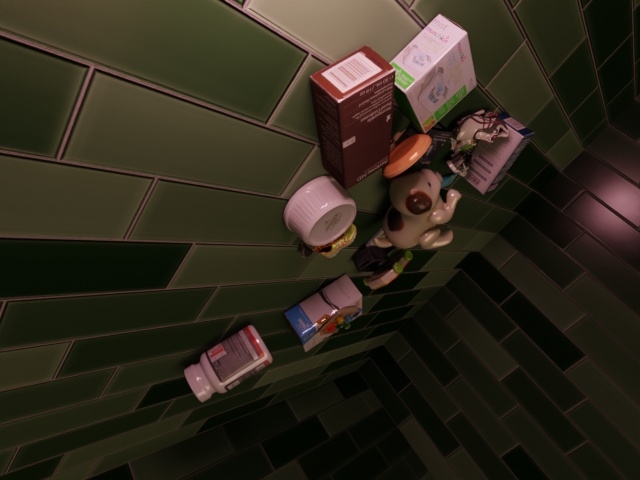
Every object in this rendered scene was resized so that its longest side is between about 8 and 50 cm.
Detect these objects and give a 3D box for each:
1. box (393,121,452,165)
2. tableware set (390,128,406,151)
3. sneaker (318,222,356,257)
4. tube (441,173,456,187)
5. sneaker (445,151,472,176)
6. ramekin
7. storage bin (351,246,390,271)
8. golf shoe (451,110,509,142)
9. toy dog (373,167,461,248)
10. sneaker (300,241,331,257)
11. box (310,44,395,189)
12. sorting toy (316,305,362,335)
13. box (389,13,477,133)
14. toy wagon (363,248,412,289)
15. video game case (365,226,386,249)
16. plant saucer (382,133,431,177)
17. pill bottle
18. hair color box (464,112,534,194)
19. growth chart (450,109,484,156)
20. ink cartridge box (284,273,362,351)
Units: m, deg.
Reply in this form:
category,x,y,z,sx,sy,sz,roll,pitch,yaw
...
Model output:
category,x,y,z,sx,sy,sz,roll,pitch,yaw
box,0.389,-0.377,1.551,0.156,0.093,0.158,-8,141,-44
tableware set,0.247,-0.327,1.462,0.141,0.020,0.168,-49,173,-16
sneaker,0.070,-0.002,1.751,0.208,0.081,0.094,-49,149,20
tube,0.605,-0.287,2.001,0.207,0.052,0.080,-23,156,-39
sneaker,0.670,-0.360,1.899,0.106,0.078,0.234,-39,161,29
ramekin,0.009,-0.096,1.483,0.273,0.127,0.272,-28,151,-18
storage bin,0.263,0.099,2.100,0.122,0.084,0.180,-36,156,29
golf shoe,0.671,-0.462,1.690,0.273,0.120,0.105,-21,149,-24
toy dog,0.393,-0.156,1.755,0.396,0.284,0.407,-18,149,-1
sneaker,0.000,0.000,1.667,0.215,0.083,0.084,-46,153,18
box,0.101,-0.343,1.210,0.191,0.143,0.381,-34,154,-11
sorting toy,0.097,0.426,2.104,0.348,0.047,0.196,6,128,-52
box,0.345,-0.507,1.269,0.231,0.126,0.262,-42,152,11
toy wagon,0.388,0.134,2.215,0.344,0.068,0.267,-41,-175,-39
video game case,0.350,-0.035,2.096,0.212,0.023,0.193,-49,151,19
plant saucer,0.284,-0.294,1.382,0.200,0.037,0.200,-39,-162,16
pill bottle,-0.425,0.571,1.886,0.363,0.210,0.210,-30,151,-15
hair color box,0.829,-0.410,1.938,0.105,0.173,0.347,-22,149,-32
growth chart,0.639,-0.467,1.791,0.172,0.021,0.237,-32,151,-10
ink cartridge box,0.027,0.396,2.207,0.395,0.166,0.285,-32,152,-14
